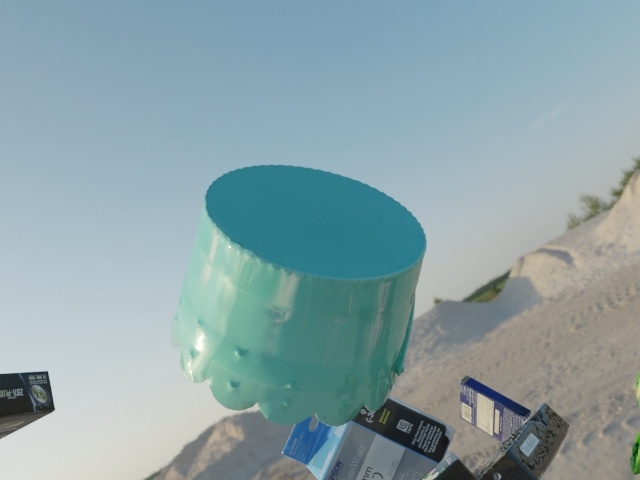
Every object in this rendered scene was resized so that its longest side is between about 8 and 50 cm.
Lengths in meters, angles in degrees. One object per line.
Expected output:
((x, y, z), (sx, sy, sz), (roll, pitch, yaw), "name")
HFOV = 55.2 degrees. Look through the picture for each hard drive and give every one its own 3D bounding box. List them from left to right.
((0.244, 0.421, 0.977), (0.339, 0.064, 0.237), (-54, -23, 23), "hard drive")

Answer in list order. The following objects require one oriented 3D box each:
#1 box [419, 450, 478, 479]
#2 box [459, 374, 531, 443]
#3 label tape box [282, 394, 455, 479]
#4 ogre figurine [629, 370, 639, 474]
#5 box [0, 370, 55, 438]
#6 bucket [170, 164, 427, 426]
((0.155, 0.313, 0.751), (0.083, 0.062, 0.052), (-42, -8, -2), "box")
((0.451, 0.447, 1.539), (0.037, 0.225, 0.136), (-29, -53, -31), "box")
((0.109, 0.484, 1.465), (0.115, 0.348, 0.249), (82, -147, -83), "label tape box")
((0.439, 0.225, 0.726), (0.096, 0.118, 0.197), (74, -149, -52), "ogre figurine")
((-0.591, 0.300, 1.078), (0.180, 0.077, 0.147), (-28, -20, 23), "box")
((-0.021, 0.046, 0.688), (0.281, 0.281, 0.183), (-19, -46, -45), "bucket")
